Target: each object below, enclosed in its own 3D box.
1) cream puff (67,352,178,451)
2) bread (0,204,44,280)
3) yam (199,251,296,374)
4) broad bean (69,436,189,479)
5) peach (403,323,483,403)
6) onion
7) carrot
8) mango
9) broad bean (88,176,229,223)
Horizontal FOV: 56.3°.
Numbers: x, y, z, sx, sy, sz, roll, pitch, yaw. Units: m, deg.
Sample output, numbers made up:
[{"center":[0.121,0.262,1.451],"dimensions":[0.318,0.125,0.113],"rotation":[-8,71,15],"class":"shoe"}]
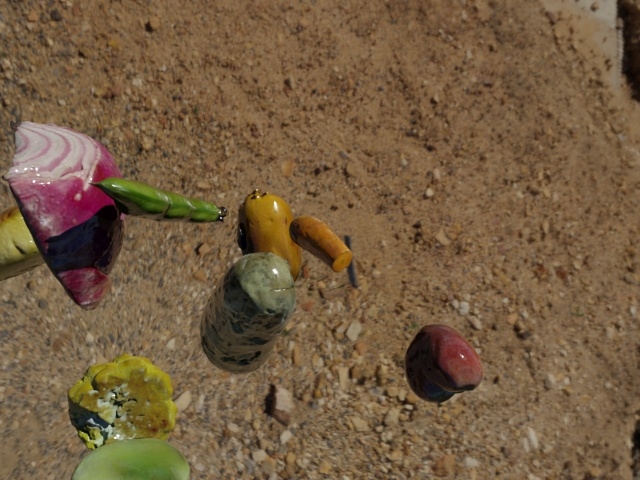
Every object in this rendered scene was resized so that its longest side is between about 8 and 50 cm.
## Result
[{"center":[-0.513,0.424,1.554],"dimensions":[0.281,0.185,0.282],"rotation":[-3,99,-23],"class":"cream puff"},{"center":[-0.738,-0.007,1.479],"dimensions":[0.269,0.270,0.148],"rotation":[-32,92,-23],"class":"bread"},{"center":[-0.104,0.109,0.875],"dimensions":[0.133,0.330,0.133],"rotation":[6,66,-14],"class":"yam"},{"center":[-0.258,0.343,0.821],"dimensions":[0.169,0.228,0.100],"rotation":[36,89,-15],"class":"broad bean"},{"center":[0.230,0.232,1.150],"dimensions":[0.152,0.152,0.152],"rotation":[5,74,-17],"class":"peach"},{"center":[-0.303,-0.041,0.788],"dimensions":[0.111,0.250,0.248],"rotation":[-23,127,-11],"class":"onion"},{"center":[0.000,0.000,1.429],"dimensions":[0.087,0.193,0.087],"rotation":[-20,124,-32],"class":"carrot"},{"center":[-0.144,-0.002,1.695],"dimensions":[0.152,0.201,0.287],"rotation":[-5,111,17],"class":"mango"},{"center":[-0.200,-0.045,0.760],"dimensions":[0.060,0.297,0.043],"rotation":[-1,87,14],"class":"broad bean"}]
